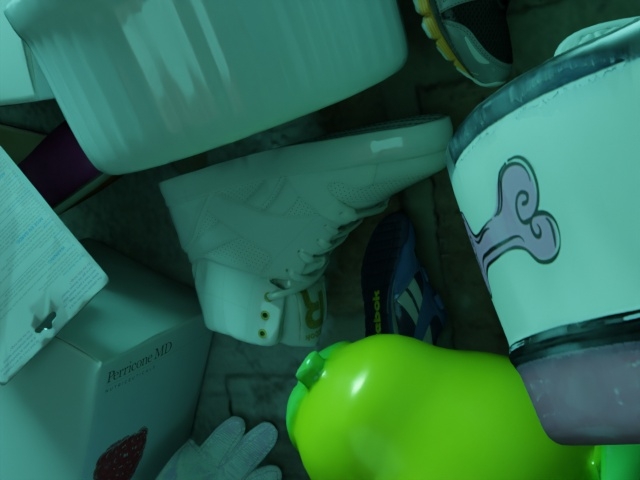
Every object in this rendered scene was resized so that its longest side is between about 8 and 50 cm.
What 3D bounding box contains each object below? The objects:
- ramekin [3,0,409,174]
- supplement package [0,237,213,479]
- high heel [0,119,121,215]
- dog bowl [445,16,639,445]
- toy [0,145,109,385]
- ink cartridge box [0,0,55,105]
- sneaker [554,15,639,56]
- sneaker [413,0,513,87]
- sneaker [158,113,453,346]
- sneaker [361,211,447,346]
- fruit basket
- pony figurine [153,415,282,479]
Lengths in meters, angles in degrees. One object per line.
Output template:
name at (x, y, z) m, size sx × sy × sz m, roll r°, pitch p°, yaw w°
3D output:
ramekin at (-0.070, -0.150, 0.727) m, size 0.277 × 0.277 × 0.135 m, roll -13°, pitch 104°, yaw 32°
supplement package at (-0.239, 0.175, 0.961) m, size 0.175 × 0.177 × 0.292 m, roll 24°, pitch 115°, yaw 23°
high heel at (-0.308, -0.096, 0.951) m, size 0.377 × 0.127 × 0.181 m, roll -22°, pitch 102°, yaw 36°
dog bowl at (0.267, 0.009, 0.461) m, size 0.408 × 0.408 × 0.150 m, roll -11°, pitch 76°, yaw 32°
toy at (-0.283, -0.016, 0.834) m, size 0.137 × 0.056 × 0.237 m, roll -43°, pitch 86°, yaw 17°
ink cartridge box at (-0.289, -0.205, 0.891) m, size 0.233 × 0.171 × 0.168 m, roll -1°, pitch 104°, yaw 30°
sneaker at (0.285, -0.084, 0.661) m, size 0.256 × 0.094 × 0.151 m, roll -6°, pitch 141°, yaw 10°
sneaker at (0.107, -0.213, 0.692) m, size 0.083 × 0.084 × 0.214 m, roll -9°, pitch 97°, yaw 28°
sneaker at (0.000, 0.000, 0.821) m, size 0.293 × 0.108 × 0.169 m, roll -12°, pitch 95°, yaw 42°
sneaker at (0.070, 0.049, 0.828) m, size 0.053 × 0.059 × 0.144 m, roll -5°, pitch 85°, yaw 62°
fruit basket at (0.147, 0.209, 0.636) m, size 0.392 × 0.392 × 0.282 m, roll 12°, pitch 109°, yaw 27°
pony figurine at (-0.073, 0.375, 0.859) m, size 0.303 × 0.351 × 0.363 m, roll 23°, pitch 132°, yaw 27°
